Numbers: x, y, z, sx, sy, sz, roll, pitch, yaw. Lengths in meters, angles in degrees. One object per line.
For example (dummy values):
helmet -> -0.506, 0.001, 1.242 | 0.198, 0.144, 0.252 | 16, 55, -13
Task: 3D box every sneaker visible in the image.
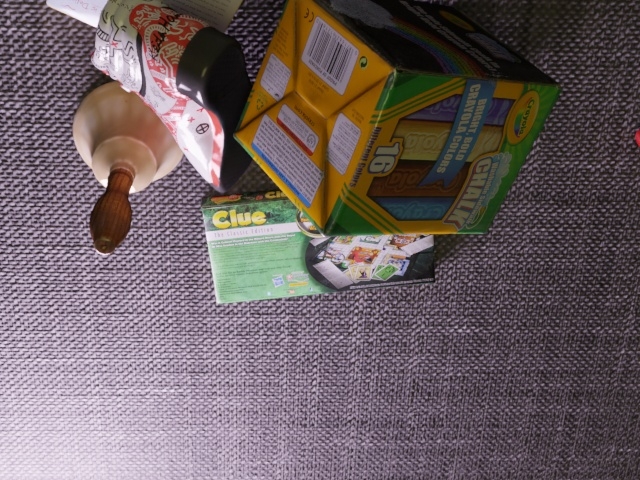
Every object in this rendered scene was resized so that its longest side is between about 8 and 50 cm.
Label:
sneaker -> -0.142, -0.153, 1.181 | 0.145, 0.090, 0.270 | 31, 164, 14

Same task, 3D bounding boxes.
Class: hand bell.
hand bell -> -0.201, -0.056, 1.185 | 0.126, 0.242, 0.126 | -2, 121, -3

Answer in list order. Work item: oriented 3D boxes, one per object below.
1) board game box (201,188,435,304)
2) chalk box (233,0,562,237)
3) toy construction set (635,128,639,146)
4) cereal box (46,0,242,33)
board game box -> 0.000, 0.000, 1.355 | 0.259, 0.030, 0.136 | -5, 124, 0
chalk box -> 0.097, -0.124, 1.167 | 0.288, 0.180, 0.179 | 1, 125, -40
toy construction set -> 0.457, -0.155, 1.162 | 0.257, 0.237, 0.309 | 27, 117, -18
cereal box -> -0.144, -0.282, 1.124 | 0.173, 0.047, 0.240 | 24, 137, -16
